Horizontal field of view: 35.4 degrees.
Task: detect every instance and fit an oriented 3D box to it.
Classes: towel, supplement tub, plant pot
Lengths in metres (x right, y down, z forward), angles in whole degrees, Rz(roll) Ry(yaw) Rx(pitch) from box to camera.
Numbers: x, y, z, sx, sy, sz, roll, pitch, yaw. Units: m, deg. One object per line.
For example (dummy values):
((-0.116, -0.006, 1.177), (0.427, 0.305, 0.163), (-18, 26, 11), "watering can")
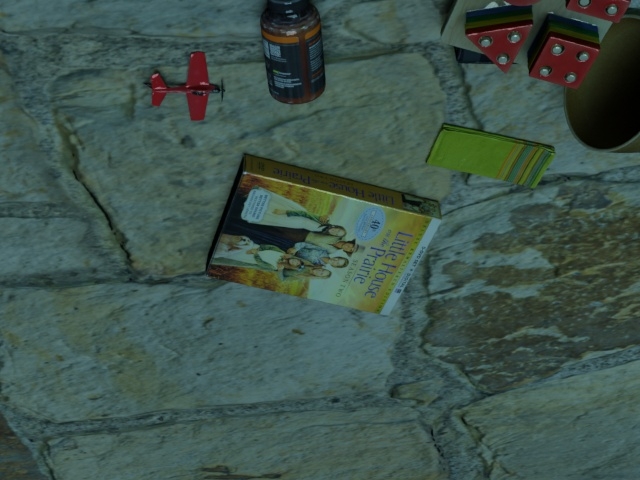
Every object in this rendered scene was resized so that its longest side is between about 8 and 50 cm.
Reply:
((0.334, -0.163, 1.964), (0.237, 0.021, 0.102), (11, 131, -12), "towel")
((-0.048, -0.340, 1.726), (0.106, 0.106, 0.198), (-4, 133, 1), "supplement tub")
((0.607, -0.257, 1.775), (0.254, 0.237, 0.237), (6, 134, -30), "plant pot")

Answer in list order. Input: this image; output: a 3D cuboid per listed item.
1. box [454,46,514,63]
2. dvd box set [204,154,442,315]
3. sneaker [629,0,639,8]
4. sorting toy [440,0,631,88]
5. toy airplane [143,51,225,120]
((0.329, -0.400, 1.707), (0.175, 0.051, 0.220), (0, 140, -3), "box")
((0.000, 0.000, 2.074), (0.420, 0.062, 0.308), (14, 131, -14), "dvd box set")
((0.605, -0.476, 1.632), (0.365, 0.150, 0.135), (1, 160, 24), "sneaker")
((0.354, -0.370, 1.614), (0.255, 0.089, 0.257), (14, 140, -7), "sorting toy")
((-0.249, -0.278, 1.829), (0.151, 0.028, 0.151), (-1, 131, -2), "toy airplane")
